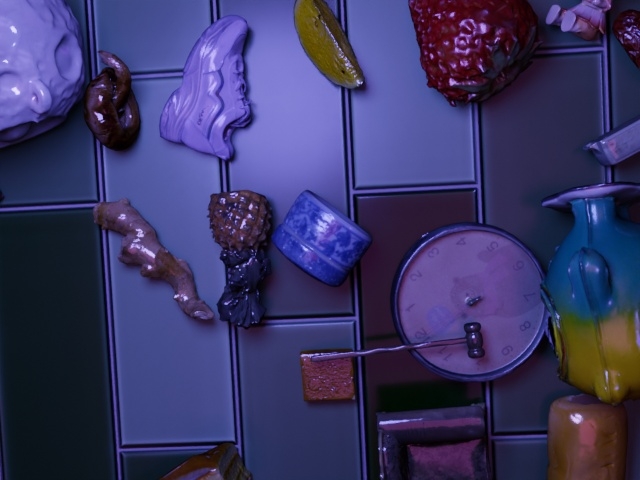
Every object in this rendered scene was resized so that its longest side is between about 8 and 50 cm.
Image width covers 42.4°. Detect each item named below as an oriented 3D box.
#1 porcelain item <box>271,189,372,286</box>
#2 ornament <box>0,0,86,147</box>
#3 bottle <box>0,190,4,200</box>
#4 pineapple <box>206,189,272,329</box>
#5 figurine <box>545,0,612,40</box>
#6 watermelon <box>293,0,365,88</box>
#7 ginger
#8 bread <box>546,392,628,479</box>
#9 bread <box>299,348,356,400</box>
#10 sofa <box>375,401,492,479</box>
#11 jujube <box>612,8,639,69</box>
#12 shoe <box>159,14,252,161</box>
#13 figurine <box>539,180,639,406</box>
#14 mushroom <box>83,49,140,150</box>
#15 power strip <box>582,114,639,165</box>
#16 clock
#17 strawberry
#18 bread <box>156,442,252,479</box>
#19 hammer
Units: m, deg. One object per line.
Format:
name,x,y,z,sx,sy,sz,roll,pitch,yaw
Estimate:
porcelain item,0.000,0.000,1.378,0.147,0.147,0.114,36,96,1
ornament,-0.543,-0.300,1.298,0.337,0.337,0.337,0,93,3
bottle,-0.613,-0.068,1.462,0.101,0.047,0.063,-19,106,0
pineapple,-0.134,0.035,1.406,0.111,0.119,0.237,-2,89,4
figurine,0.460,-0.424,1.351,0.102,0.111,0.195,14,114,-36
watermelon,0.004,-0.330,1.391,0.075,0.092,0.181,-29,100,18
ginger,-0.291,0.037,1.434,0.089,0.075,0.288,-39,85,-18
bread,0.452,0.415,1.407,0.142,0.091,0.305,1,94,-2
bread,0.013,0.236,1.446,0.094,0.035,0.090,-3,92,3
sofa,0.198,0.404,1.372,0.200,0.182,0.258,-5,93,3
jujube,0.539,-0.328,1.366,0.129,0.077,0.077,44,95,2
shoe,-0.168,-0.257,1.404,0.138,0.095,0.245,29,98,-2
figurine,0.464,0.088,1.301,0.231,0.324,0.340,-9,82,32
mushroom,-0.353,-0.235,1.382,0.080,0.135,0.170,3,120,0
power strip,0.570,-0.200,1.368,0.272,0.078,0.052,-30,92,4
clock,0.257,0.107,1.415,0.281,0.055,0.280,0,93,3
strawberry,0.234,-0.354,1.347,0.205,0.205,0.244,-34,69,4
bread,-0.243,0.442,1.398,0.234,0.184,0.110,-33,87,3
hammer,0.127,0.185,1.388,0.292,0.029,0.058,-8,90,5
